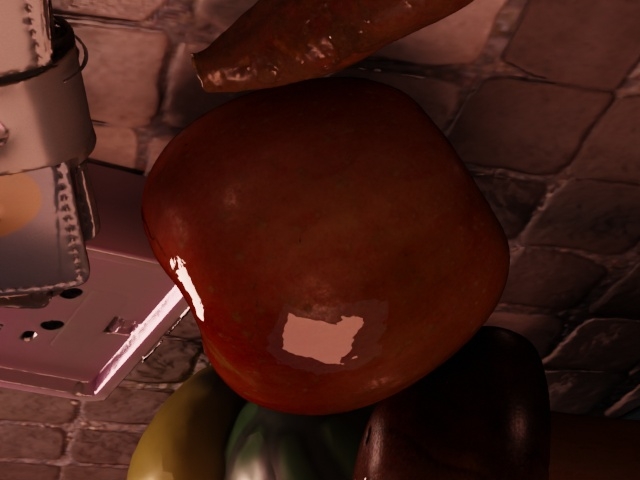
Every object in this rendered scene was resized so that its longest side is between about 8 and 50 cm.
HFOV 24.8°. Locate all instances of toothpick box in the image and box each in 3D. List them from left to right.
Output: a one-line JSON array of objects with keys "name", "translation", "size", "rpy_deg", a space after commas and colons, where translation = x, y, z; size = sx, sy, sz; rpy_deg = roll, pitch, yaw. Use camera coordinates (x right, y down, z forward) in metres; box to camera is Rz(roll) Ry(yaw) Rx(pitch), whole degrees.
[{"name": "toothpick box", "translation": [0.164, 0.158, 0.825], "size": [0.294, 0.192, 0.192], "rpy_deg": [11, 147, -10]}]

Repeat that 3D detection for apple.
[{"name": "apple", "translation": [0.000, 0.000, 0.776], "size": [0.168, 0.181, 0.181], "rpy_deg": [-33, 145, 2]}]

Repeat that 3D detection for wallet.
[{"name": "wallet", "translation": [-0.196, -0.063, 0.702], "size": [0.170, 0.069, 0.231], "rpy_deg": [1, 133, 0]}]

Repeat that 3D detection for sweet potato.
[{"name": "sweet potato", "translation": [0.041, -0.135, 0.661], "size": [0.078, 0.058, 0.255], "rpy_deg": [37, 131, -19]}]

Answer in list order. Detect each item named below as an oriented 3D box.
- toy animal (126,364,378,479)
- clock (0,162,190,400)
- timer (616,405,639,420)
[{"name": "toy animal", "translation": [-0.029, 0.175, 1.039], "size": [0.191, 0.216, 0.338], "rpy_deg": [43, 137, -16]}, {"name": "clock", "translation": [-0.168, 0.027, 0.906], "size": [0.150, 0.063, 0.197], "rpy_deg": [13, 146, -24]}, {"name": "timer", "translation": [0.220, 0.178, 1.067], "size": [0.250, 0.091, 0.232], "rpy_deg": [-24, 165, -39]}]
